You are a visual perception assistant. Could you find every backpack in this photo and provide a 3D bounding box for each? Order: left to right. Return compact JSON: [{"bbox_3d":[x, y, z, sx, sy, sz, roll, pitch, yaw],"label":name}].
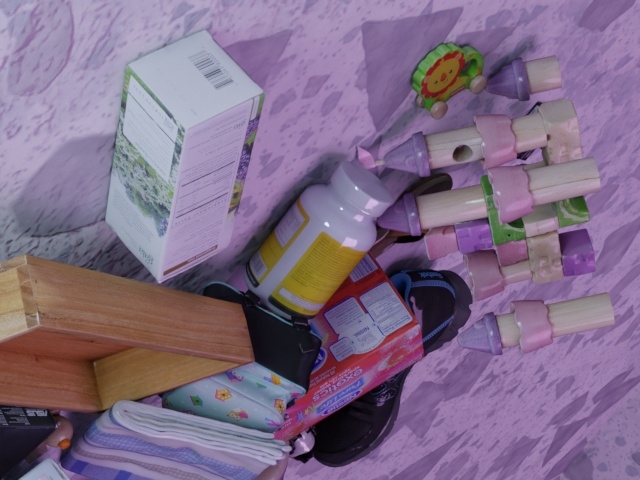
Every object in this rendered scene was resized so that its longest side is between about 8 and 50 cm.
[{"bbox_3d":[-0.106,0.155,1.888,0.188,0.166,0.144,-41,-154,60],"label":"backpack"}]

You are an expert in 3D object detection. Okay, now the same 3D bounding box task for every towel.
[{"bbox_3d":[-0.176,0.254,1.899,0.209,0.034,0.285,16,155,-16],"label":"towel"}]

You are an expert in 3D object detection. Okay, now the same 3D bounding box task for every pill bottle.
[{"bbox_3d":[0.000,0.000,1.890,0.184,0.103,0.103,-51,155,21],"label":"pill bottle"}]

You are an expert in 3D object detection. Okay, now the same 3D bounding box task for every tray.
[{"bbox_3d":[-0.251,0.100,1.614,0.203,0.076,0.411,-19,163,21],"label":"tray"}]

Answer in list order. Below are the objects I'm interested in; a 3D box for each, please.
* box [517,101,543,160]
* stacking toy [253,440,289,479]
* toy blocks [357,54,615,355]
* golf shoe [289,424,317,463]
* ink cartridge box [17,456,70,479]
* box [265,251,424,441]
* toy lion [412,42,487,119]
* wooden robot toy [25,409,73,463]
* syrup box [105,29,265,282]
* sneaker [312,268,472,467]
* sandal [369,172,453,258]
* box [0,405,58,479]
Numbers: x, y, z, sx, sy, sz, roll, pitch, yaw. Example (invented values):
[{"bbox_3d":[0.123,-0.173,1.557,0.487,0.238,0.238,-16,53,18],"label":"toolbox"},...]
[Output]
[{"bbox_3d":[0.284,-0.146,2.191,0.083,0.018,0.067,-50,156,19],"label":"box"},{"bbox_3d":[-0.108,0.329,2.289,0.141,0.141,0.330,-37,162,-12],"label":"stacking toy"},{"bbox_3d":[0.193,-0.045,1.997,0.260,0.309,0.288,-12,131,3],"label":"toy blocks"},{"bbox_3d":[-0.038,0.246,2.279,0.077,0.094,0.198,-35,155,-13],"label":"golf shoe"},{"bbox_3d":[-0.391,0.341,1.864,0.232,0.066,0.189,-39,178,-16],"label":"ink cartridge box"},{"bbox_3d":[-0.008,0.145,2.068,0.257,0.128,0.122,-31,155,-8],"label":"box"},{"bbox_3d":[0.148,-0.193,1.885,0.100,0.034,0.096,-33,148,-21],"label":"toy lion"},{"bbox_3d":[-0.310,0.207,1.797,0.076,0.079,0.173,-25,151,-35],"label":"wooden robot toy"},{"bbox_3d":[-0.133,-0.076,1.560,0.096,0.093,0.237,-29,154,-29],"label":"syrup box"},{"bbox_3d":[0.067,0.173,2.310,0.139,0.125,0.341,14,113,-51],"label":"sneaker"},{"bbox_3d":[0.108,-0.015,2.105,0.180,0.049,0.072,-44,157,4],"label":"sandal"},{"bbox_3d":[-0.399,0.231,1.697,0.184,0.045,0.190,-40,155,22],"label":"box"}]
